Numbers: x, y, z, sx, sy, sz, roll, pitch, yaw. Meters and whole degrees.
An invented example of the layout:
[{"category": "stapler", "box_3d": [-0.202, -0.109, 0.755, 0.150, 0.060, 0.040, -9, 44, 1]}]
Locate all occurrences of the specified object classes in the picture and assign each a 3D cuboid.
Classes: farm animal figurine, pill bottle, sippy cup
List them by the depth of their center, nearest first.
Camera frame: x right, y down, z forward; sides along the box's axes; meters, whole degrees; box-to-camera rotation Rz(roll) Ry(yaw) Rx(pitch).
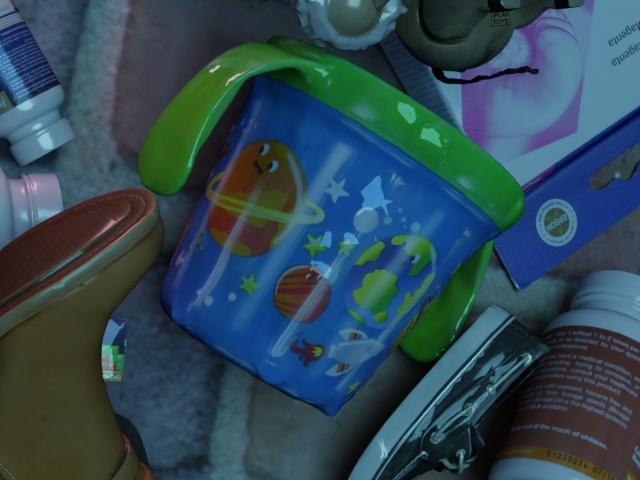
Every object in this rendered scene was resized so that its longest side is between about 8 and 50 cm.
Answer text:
[{"category": "pill bottle", "box_3d": [-0.275, -0.012, 0.944, 0.169, 0.094, 0.094, -4, 89, -22]}, {"category": "pill bottle", "box_3d": [-0.234, -0.118, 0.978, 0.067, 0.067, 0.120, -32, 100, -20]}, {"category": "sippy cup", "box_3d": [0.000, 0.000, 0.995, 0.305, 0.240, 0.224, 32, 88, -8]}, {"category": "farm animal figurine", "box_3d": [0.105, -0.273, 0.997, 0.330, 0.172, 0.326, 9, 78, -35]}, {"category": "pill bottle", "box_3d": [0.231, 0.137, 1.109, 0.121, 0.121, 0.216, 36, 60, -17]}]

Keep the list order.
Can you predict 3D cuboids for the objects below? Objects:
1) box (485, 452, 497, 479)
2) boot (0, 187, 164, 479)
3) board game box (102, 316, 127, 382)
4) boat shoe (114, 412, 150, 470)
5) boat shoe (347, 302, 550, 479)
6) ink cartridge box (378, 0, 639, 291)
[{"category": "box", "box_3d": [0.209, 0.230, 1.162, 0.136, 0.028, 0.081, 14, 82, -22]}, {"category": "boot", "box_3d": [-0.155, 0.124, 0.836, 0.283, 0.109, 0.220, -46, 116, -6]}, {"category": "board game box", "box_3d": [-0.237, 0.068, 0.931, 0.170, 0.141, 0.048, 6, 86, -22]}, {"category": "boat shoe", "box_3d": [-0.284, 0.189, 0.922, 0.324, 0.120, 0.122, -9, 84, -30]}, {"category": "boat shoe", "box_3d": [0.100, 0.153, 1.071, 0.070, 0.078, 0.219, 39, 87, 16]}, {"category": "ink cartridge box", "box_3d": [0.232, -0.176, 1.166, 0.324, 0.071, 0.330, -34, 99, -20]}]
